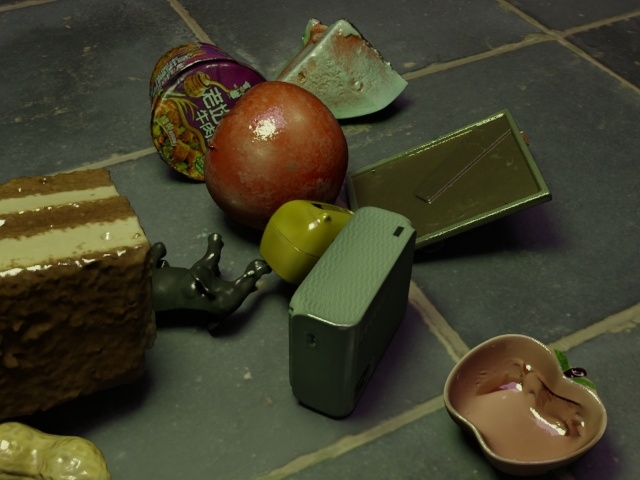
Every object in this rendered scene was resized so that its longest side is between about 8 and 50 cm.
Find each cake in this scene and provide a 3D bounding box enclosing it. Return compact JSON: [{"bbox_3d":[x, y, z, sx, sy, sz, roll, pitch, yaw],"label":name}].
[{"bbox_3d":[-0.384,0.067,1.098,0.282,0.256,0.290,-13,35,-29],"label":"cake"}]

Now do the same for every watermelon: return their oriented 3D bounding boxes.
[{"bbox_3d":[-0.001,-0.383,1.659,0.289,0.214,0.320,-25,59,-22],"label":"watermelon"}]

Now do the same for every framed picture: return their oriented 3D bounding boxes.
[{"bbox_3d":[0.212,-0.097,1.384,0.335,0.022,0.247,-21,43,12],"label":"framed picture"}]

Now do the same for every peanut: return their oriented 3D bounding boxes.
[{"bbox_3d":[-0.372,0.289,1.006,0.229,0.098,0.103,8,17,12],"label":"peanut"}]

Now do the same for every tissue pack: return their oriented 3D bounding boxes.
[{"bbox_3d":[0.000,0.000,1.259,0.178,0.127,0.123,10,25,-47],"label":"tissue pack"}]

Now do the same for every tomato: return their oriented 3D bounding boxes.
[{"bbox_3d":[-0.072,-0.142,1.365,0.264,0.265,0.265,0,42,0],"label":"tomato"}]

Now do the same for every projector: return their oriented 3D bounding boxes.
[{"bbox_3d":[0.046,0.100,1.141,0.108,0.198,0.250,18,45,18],"label":"projector"}]

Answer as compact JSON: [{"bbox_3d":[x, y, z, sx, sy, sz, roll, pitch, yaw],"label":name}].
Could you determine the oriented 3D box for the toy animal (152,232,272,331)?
[{"bbox_3d":[-0.201,0.072,1.254,0.245,0.115,0.146,-13,32,19],"label":"toy animal"}]

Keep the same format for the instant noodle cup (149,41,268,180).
[{"bbox_3d":[-0.228,-0.270,1.533,0.251,0.251,0.190,-14,34,-14],"label":"instant noodle cup"}]

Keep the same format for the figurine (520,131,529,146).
[{"bbox_3d":[0.332,-0.167,1.495,0.102,0.111,0.195,35,52,28],"label":"figurine"}]

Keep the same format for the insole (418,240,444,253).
[{"bbox_3d":[0.141,-0.044,1.442,0.080,0.003,0.232,-29,50,-28],"label":"insole"}]

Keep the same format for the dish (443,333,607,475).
[{"bbox_3d":[0.277,0.240,1.069,0.213,0.090,0.213,-2,43,2],"label":"dish"}]
